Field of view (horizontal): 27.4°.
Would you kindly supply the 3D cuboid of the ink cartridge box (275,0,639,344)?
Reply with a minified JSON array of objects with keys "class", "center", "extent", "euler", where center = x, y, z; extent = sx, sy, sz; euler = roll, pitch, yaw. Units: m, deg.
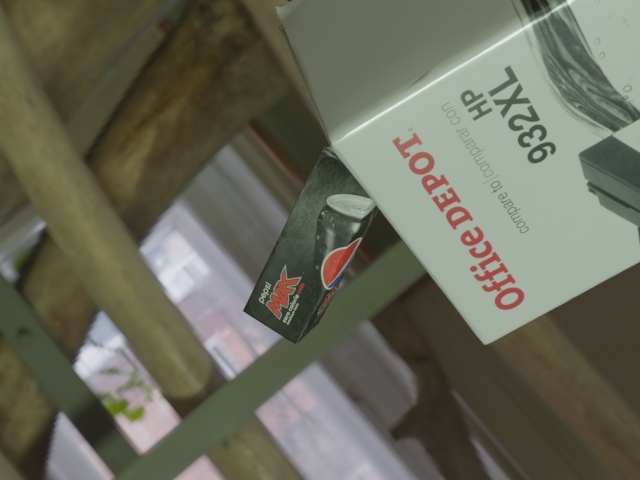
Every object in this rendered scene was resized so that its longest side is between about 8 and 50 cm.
[{"class":"ink cartridge box","center":[0.166,-0.105,0.759],"extent":[0.307,0.129,0.223],"euler":[-30,136,10]}]

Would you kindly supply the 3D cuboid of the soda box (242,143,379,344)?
[{"class":"soda box","center":[0.000,0.000,1.090],"extent":[0.169,0.060,0.053],"euler":[-64,168,25]}]
